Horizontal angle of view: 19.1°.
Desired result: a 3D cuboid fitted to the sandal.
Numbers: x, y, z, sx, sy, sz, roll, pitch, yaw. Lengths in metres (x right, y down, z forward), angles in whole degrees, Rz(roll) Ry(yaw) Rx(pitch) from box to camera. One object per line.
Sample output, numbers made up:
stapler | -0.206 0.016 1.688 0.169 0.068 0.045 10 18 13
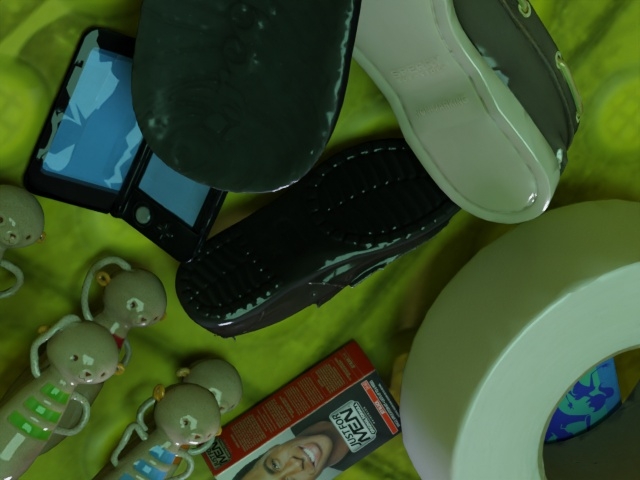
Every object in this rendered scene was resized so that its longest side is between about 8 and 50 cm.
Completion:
sandal | -0.029 -0.229 1.072 0.167 0.107 0.446 8 113 10

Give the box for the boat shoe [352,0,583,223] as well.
boat shoe | 0.071 -0.161 1.223 0.324 0.116 0.097 55 47 -25

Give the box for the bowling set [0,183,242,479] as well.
bowling set | -0.135 0.111 1.236 0.154 0.200 0.287 -50 130 7

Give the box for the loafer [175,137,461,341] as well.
loafer | 0.000 0.000 1.312 0.220 0.080 0.078 -25 159 -11

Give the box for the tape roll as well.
tape roll | 0.203 0.117 1.393 0.286 0.100 0.286 -11 121 -19

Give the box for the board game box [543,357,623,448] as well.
board game box | 0.165 0.174 1.500 0.160 0.047 0.210 -25 127 -10

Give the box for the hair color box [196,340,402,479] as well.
hair color box | -0.012 0.144 1.402 0.141 0.043 0.072 -34 128 -2

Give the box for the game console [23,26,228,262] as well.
game console | -0.114 -0.059 1.217 0.071 0.107 0.122 -6 126 -56
